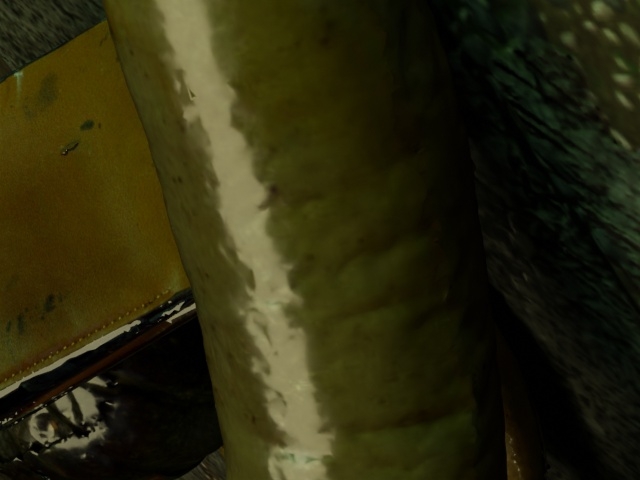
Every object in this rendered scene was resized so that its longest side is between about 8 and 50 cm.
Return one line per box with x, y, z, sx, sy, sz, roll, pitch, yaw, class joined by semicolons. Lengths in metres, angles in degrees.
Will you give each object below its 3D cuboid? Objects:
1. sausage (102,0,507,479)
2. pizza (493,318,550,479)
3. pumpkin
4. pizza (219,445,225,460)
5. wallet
0.003;0.019;0.709;0.123;0.136;0.501;-107;7;-68;sausage
0.046;0.077;0.959;0.193;0.053;0.201;20;135;37;pizza
-0.136;0.032;1.000;0.238;0.238;0.159;30;-162;34;pumpkin
-0.018;0.136;1.188;0.258;0.087;0.268;56;159;-20;pizza
-0.133;-0.009;0.883;0.042;0.195;0.161;7;-121;-55;wallet
